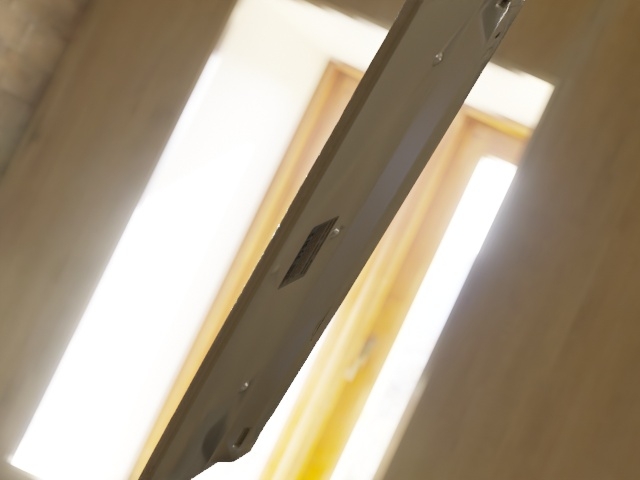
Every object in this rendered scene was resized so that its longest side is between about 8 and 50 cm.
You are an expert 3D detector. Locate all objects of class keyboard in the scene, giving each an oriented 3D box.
[{"bbox_3d":[0.000,0.000,0.541,0.014,0.256,0.072,44,35,21],"label":"keyboard"}]
